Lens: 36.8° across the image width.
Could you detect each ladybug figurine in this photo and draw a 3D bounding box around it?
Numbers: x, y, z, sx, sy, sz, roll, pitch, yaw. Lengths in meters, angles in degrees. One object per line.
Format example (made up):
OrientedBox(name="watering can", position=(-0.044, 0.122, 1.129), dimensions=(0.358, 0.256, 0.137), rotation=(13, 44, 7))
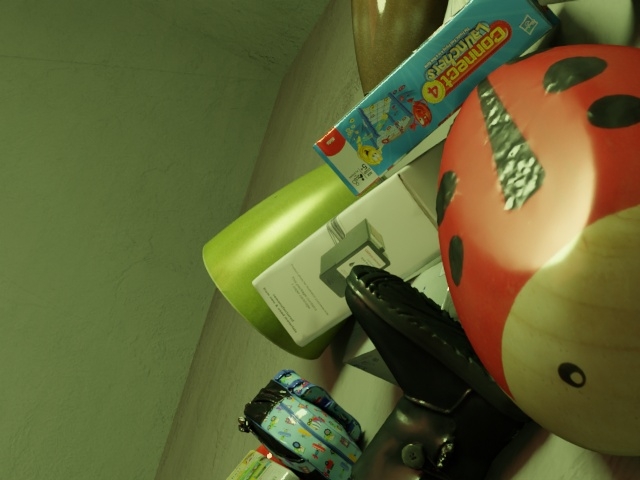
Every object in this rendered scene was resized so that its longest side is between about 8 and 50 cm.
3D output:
OrientedBox(name="ladybug figurine", position=(0.214, -0.028, 0.812), dimensions=(0.305, 0.162, 0.449), rotation=(-47, 27, 22))

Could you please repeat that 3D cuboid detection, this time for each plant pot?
OrientedBox(name="plant pot", position=(0.000, 0.000, 1.616), dimensions=(0.293, 0.275, 0.275), rotation=(-46, 17, 13))
OrientedBox(name="plant pot", position=(0.148, -0.376, 1.809), dimensions=(0.215, 0.215, 0.230), rotation=(167, 112, -74))

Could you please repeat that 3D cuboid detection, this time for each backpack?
OrientedBox(name="backpack", position=(-0.010, 0.272, 1.335), dimensions=(0.117, 0.158, 0.173), rotation=(-50, 24, -12))

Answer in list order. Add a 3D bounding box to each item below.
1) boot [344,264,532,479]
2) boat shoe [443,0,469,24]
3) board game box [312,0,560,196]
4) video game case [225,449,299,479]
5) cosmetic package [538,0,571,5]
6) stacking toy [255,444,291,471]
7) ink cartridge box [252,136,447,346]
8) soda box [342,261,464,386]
OrientedBox(name="boot", position=(0.081, 0.172, 0.997), dimensions=(0.207, 0.246, 0.094), rotation=(-59, -20, 19))
OrientedBox(name="boat shoe", position=(0.265, -0.440, 1.644), dimensions=(0.088, 0.096, 0.268), rotation=(-43, 27, 51))
OrientedBox(name="board game box", position=(0.161, -0.209, 1.246), dimensions=(0.302, 0.086, 0.308), rotation=(-41, 1, 21))
OrientedBox(name="video game case", position=(-0.135, 0.397, 1.331), dimensions=(0.227, 0.026, 0.206), rotation=(-49, 11, -15))
OrientedBox(name="cosmetic package", position=(0.344, -0.440, 0.987), dimensions=(0.385, 0.156, 0.217), rotation=(-46, 63, 56))
OrientedBox(name="stacking toy", position=(-0.081, 0.416, 1.420), dimensions=(0.141, 0.141, 0.330), rotation=(-58, 10, 30))
OrientedBox(name="ink cartridge box", position=(0.074, -0.001, 1.259), dimensions=(0.273, 0.115, 0.198), rotation=(-36, 0, 33))
OrientedBox(name="soda box", position=(0.132, 0.106, 1.172), dimensions=(0.286, 0.098, 0.091), rotation=(-39, 29, 65))
